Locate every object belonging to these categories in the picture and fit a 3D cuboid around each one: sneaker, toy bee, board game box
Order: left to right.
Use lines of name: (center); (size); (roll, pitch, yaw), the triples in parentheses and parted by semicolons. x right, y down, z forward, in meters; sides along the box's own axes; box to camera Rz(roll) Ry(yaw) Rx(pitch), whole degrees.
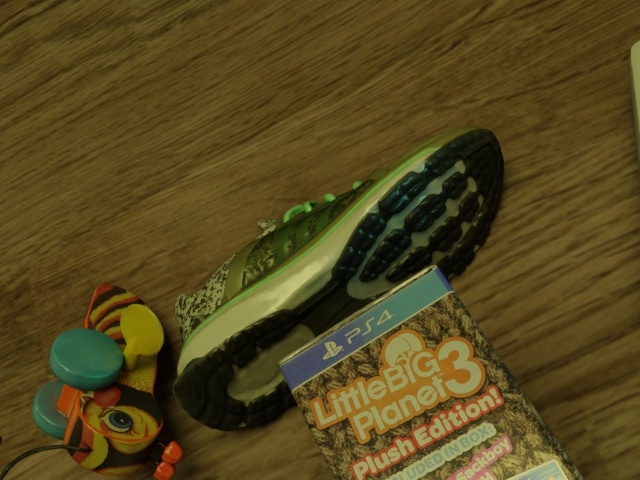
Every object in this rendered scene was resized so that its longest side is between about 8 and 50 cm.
toy bee: (-0.209, 0.174, 0.830); (0.162, 0.195, 0.298); (25, 51, -5)
sneaker: (0.000, 0.000, 0.853); (0.410, 0.158, 0.182); (-37, 44, -4)
board game box: (0.123, 0.207, 0.623); (0.141, 0.232, 0.291); (-32, 56, 2)

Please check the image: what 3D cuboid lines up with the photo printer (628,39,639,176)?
photo printer: (0.404, -0.070, 0.704); (0.256, 0.107, 0.308); (-16, 53, 32)
